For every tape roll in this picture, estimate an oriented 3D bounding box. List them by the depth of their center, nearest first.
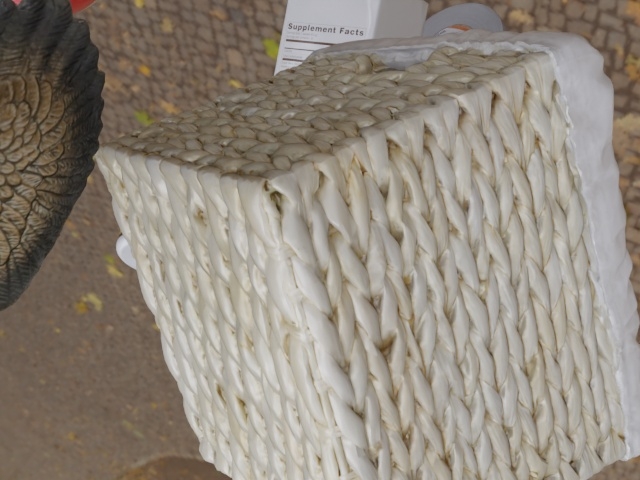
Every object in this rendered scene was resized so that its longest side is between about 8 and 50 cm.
[{"bbox_3d":[0.265,-0.351,1.737,0.219,0.219,0.072,7,158,39],"label":"tape roll"}]

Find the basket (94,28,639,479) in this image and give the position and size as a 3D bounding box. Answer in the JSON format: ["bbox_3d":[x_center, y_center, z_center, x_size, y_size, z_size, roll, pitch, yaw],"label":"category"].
[{"bbox_3d":[0.032,0.029,0.701,0.328,0.266,0.331,17,126,57],"label":"basket"}]

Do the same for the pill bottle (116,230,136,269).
[{"bbox_3d":[-0.281,-0.055,1.597,0.117,0.215,0.117,7,146,5],"label":"pill bottle"}]

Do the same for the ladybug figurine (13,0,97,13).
[{"bbox_3d":[-0.443,-0.517,1.412,0.305,0.162,0.449,22,136,-7],"label":"ladybug figurine"}]

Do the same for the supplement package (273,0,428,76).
[{"bbox_3d":[0.043,-0.278,1.484,0.175,0.292,0.177,13,-176,30],"label":"supplement package"}]

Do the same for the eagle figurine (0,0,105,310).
[{"bbox_3d":[-0.256,-0.007,0.535,0.225,0.298,0.226,42,-163,-50],"label":"eagle figurine"}]
